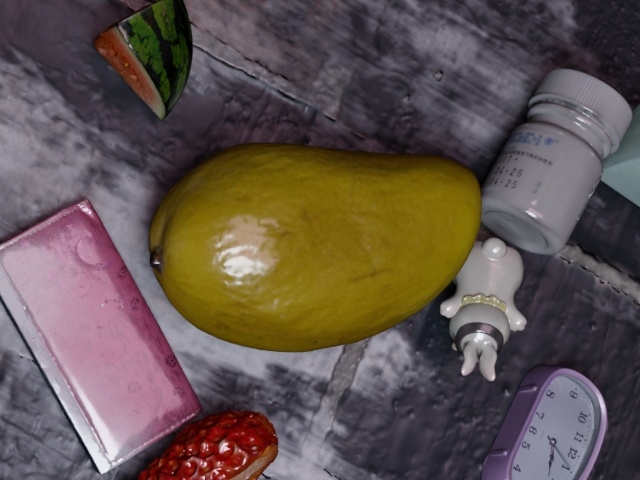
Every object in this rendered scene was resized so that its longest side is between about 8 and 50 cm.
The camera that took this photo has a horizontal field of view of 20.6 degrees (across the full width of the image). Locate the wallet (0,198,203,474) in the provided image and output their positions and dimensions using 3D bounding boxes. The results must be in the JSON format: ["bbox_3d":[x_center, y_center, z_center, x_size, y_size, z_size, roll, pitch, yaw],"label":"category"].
[{"bbox_3d":[-0.210,0.087,1.624,0.119,0.025,0.232,-30,94,-21],"label":"wallet"}]

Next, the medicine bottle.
[{"bbox_3d":[0.234,-0.078,1.770,0.105,0.105,0.168,34,74,-13],"label":"medicine bottle"}]

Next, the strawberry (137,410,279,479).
[{"bbox_3d":[-0.121,0.214,1.592,0.188,0.121,0.082,-33,76,-22],"label":"strawberry"}]

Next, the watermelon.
[{"bbox_3d":[-0.173,-0.188,1.644,0.094,0.135,0.125,8,82,18],"label":"watermelon"}]

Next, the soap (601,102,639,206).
[{"bbox_3d":[0.429,-0.043,1.808,0.265,0.160,0.088,33,74,-14],"label":"soap"}]

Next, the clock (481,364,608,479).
[{"bbox_3d":[0.236,0.206,1.762,0.110,0.050,0.153,31,74,-14],"label":"clock"}]

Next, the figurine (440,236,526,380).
[{"bbox_3d":[0.163,0.080,1.723,0.081,0.098,0.146,1,66,16],"label":"figurine"}]

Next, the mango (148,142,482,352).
[{"bbox_3d":[-0.003,0.008,1.651,0.331,0.142,0.195,3,88,-21],"label":"mango"}]
